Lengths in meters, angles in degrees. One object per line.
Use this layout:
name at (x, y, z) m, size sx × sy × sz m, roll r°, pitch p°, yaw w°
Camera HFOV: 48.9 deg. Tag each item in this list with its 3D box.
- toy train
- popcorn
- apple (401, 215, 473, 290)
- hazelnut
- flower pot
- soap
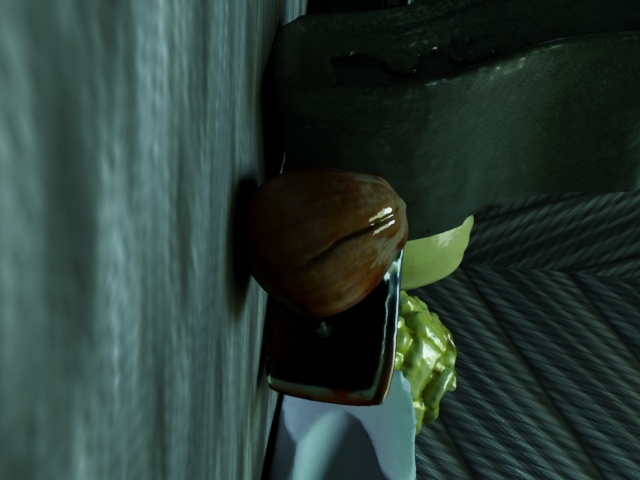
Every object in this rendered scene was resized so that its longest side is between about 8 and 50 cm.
toy train at (0.025, -0.079, 0.533) m, size 0.089 × 0.086 × 0.409 m, roll 91°, pitch 5°, yaw -70°
popcorn at (0.119, 0.209, 1.251) m, size 0.293 × 0.237 × 0.293 m, roll 9°, pitch 90°, yaw -87°
apple at (0.085, -0.025, 0.879) m, size 0.200 × 0.200 × 0.200 m, roll 5°, pitch 90°, yaw -86°
hazelnut at (0.004, -0.001, 0.347) m, size 0.086 × 0.086 × 0.086 m, roll 5°, pitch 90°, yaw -86°
flower pot at (0.084, -0.081, 0.415) m, size 0.108 × 0.229 × 0.103 m, roll 85°, pitch -10°, yaw -45°
soap at (0.010, 0.264, 0.541) m, size 0.347 × 0.115 × 0.208 m, roll -81°, pitch 176°, yaw -48°
